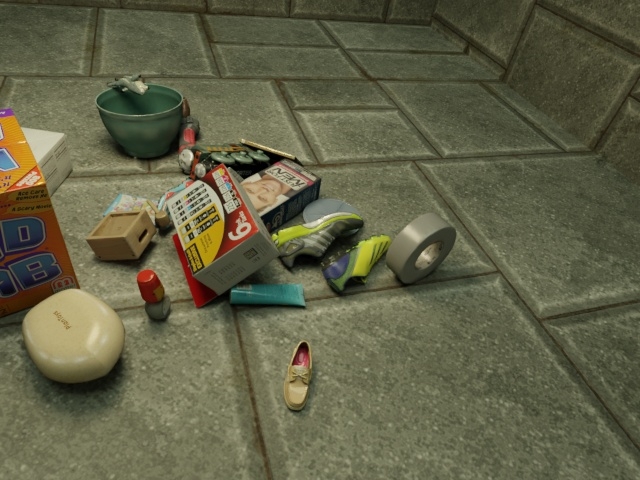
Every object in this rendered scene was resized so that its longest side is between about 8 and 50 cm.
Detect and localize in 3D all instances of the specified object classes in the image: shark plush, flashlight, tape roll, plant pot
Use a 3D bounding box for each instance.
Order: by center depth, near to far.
[{"bbox_3d":[0.301,0.025,1.348,0.219,0.219,0.072,-20,51,-30],"label":"tape roll"},{"bbox_3d":[-0.697,-0.558,1.618,0.161,0.073,0.067,14,69,2],"label":"shark plush"},{"bbox_3d":[-0.648,-0.428,1.659,0.293,0.196,0.293,4,38,-4],"label":"plant pot"},{"bbox_3d":[-0.488,-0.371,1.710,0.103,0.103,0.304,20,34,-31],"label":"flashlight"}]

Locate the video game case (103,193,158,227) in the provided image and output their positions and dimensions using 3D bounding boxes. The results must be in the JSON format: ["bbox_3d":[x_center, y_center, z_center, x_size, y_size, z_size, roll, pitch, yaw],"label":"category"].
[{"bbox_3d":[-0.586,-0.097,1.448,0.167,0.015,0.119,11,42,0],"label":"video game case"}]

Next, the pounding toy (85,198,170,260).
[{"bbox_3d":[-0.518,-0.031,1.298,0.206,0.094,0.181,-3,39,14],"label":"pounding toy"}]

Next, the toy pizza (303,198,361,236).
[{"bbox_3d":[0.040,-0.074,1.542,0.202,0.032,0.201,6,41,-5],"label":"toy pizza"}]

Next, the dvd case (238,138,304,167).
[{"bbox_3d":[-0.181,-0.326,1.706,0.221,0.018,0.164,19,0,10],"label":"dvd case"}]

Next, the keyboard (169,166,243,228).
[{"bbox_3d":[-0.347,-0.119,1.369,0.256,0.072,0.014,-41,57,6],"label":"keyboard"}]

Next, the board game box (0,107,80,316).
[{"bbox_3d":[-0.850,-0.049,1.081,0.356,0.356,0.356,-21,52,-30],"label":"board game box"}]

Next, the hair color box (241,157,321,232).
[{"bbox_3d":[-0.171,-0.141,1.517,0.174,0.105,0.347,32,46,23],"label":"hair color box"}]

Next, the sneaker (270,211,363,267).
[{"bbox_3d":[0.000,0.000,1.397,0.300,0.111,0.121,-19,79,-13],"label":"sneaker"}]

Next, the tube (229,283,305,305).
[{"bbox_3d":[-0.146,0.148,1.250,0.207,0.052,0.080,2,48,-16],"label":"tube"}]

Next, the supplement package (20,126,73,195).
[{"bbox_3d":[-0.947,-0.224,1.413,0.204,0.145,0.261,8,41,-4],"label":"supplement package"}]

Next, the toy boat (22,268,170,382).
[{"bbox_3d":[-0.504,0.198,1.064,0.318,0.148,0.268,-33,52,-29],"label":"toy boat"}]

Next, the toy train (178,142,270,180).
[{"bbox_3d":[-0.321,-0.259,1.547,0.190,0.142,0.334,29,25,25],"label":"toy train"}]

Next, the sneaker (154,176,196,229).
[{"bbox_3d":[-0.419,-0.118,1.441,0.125,0.104,0.261,22,43,9],"label":"sneaker"}]

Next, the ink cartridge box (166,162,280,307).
[{"bbox_3d":[-0.302,-0.017,1.247,0.272,0.130,0.309,-35,51,1],"label":"ink cartridge box"}]

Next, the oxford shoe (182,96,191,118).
[{"bbox_3d":[-0.704,-0.578,1.863,0.364,0.132,0.130,14,42,4],"label":"oxford shoe"}]

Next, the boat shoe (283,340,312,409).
[{"bbox_3d":[-0.052,0.314,1.074,0.063,0.059,0.170,8,42,-4],"label":"boat shoe"}]

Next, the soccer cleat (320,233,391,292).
[{"bbox_3d":[0.123,0.068,1.383,0.289,0.093,0.121,-26,83,-39],"label":"soccer cleat"}]
